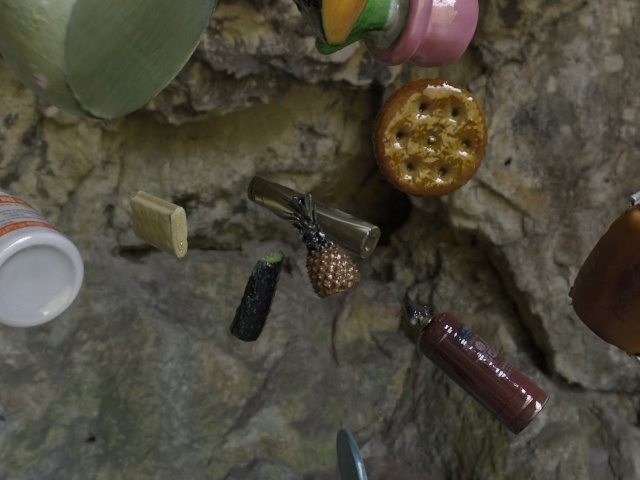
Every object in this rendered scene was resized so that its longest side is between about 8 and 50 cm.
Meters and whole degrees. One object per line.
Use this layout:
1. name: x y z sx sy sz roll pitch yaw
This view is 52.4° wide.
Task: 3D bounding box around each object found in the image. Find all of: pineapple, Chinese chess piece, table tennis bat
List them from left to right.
1. Chinese chess piece: -0.289 -0.341 0.906 0.146 0.349 0.349 34 0 9
2. pineapple: 0.000 0.000 0.717 0.058 0.125 0.058 -20 -5 -2
3. table tennis bat: 0.051 0.429 1.129 0.040 0.153 0.244 -9 -46 -13

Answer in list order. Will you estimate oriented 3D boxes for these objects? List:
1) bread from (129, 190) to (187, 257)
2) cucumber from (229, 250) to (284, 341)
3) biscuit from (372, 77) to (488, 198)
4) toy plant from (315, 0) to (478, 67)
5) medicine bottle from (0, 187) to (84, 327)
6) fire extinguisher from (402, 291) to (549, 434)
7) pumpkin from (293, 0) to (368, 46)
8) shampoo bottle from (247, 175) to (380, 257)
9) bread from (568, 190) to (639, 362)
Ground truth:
1. bread: -0.409 -0.041 1.646 0.178 0.140 0.060 18 27 39
2. cucumber: -0.127 0.125 1.412 0.062 0.211 0.078 40 32 22
3. biscuit: 0.201 -0.188 1.199 0.220 0.221 0.066 2 15 -6
4. toy plant: 0.116 -0.469 1.288 0.355 0.317 0.211 -2 -42 -21
5. medicine bottle: -0.451 0.012 0.921 0.252 0.145 0.144 24 11 41
6. fire extinguisher: 0.286 0.223 1.296 0.344 0.102 0.138 41 22 17
7. pumpkin: -0.007 -0.305 0.695 0.130 0.149 0.254 26 38 9
8. shampoo bottle: -0.025 -0.064 1.613 0.350 0.084 0.125 25 5 20
9. bread: 0.420 0.046 0.847 0.107 0.136 0.241 -33 -30 -22
